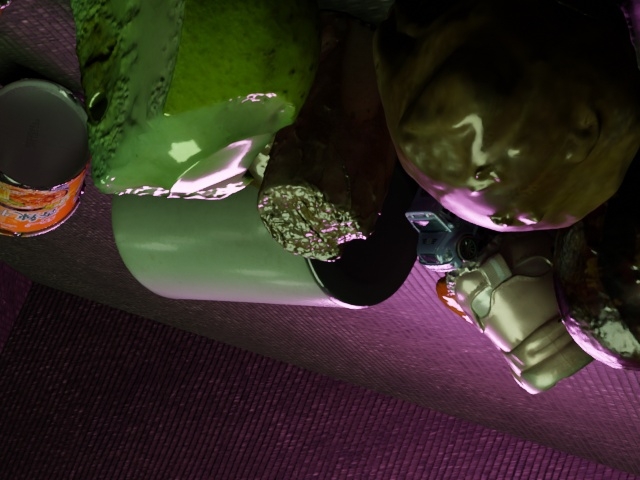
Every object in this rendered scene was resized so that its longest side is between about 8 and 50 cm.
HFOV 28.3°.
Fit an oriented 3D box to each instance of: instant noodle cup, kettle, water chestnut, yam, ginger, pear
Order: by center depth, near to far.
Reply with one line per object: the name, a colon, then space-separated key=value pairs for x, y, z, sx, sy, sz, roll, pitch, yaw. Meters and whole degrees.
ginger: x=0.152 y=-0.115 z=1.093 sx=0.200 sy=0.223 sz=0.269 roll=25 pitch=164 yaw=-25
pear: x=-0.104 y=-0.196 z=1.204 sx=0.176 sy=0.286 sz=0.282 roll=3 pitch=153 yaw=-32
yam: x=0.017 y=-0.108 z=1.298 sx=0.129 sy=0.238 sz=0.128 roll=9 pitch=156 yaw=21
water chestnut: x=0.341 y=0.026 z=1.342 sx=0.224 sy=0.223 sz=0.238 roll=28 pitch=159 yaw=-24
kettle: x=-0.029 y=-0.029 z=1.721 sx=0.361 sy=0.250 sz=0.377 roll=7 pitch=178 yaw=-44
instant noodle cup: x=-0.451 y=-0.138 z=1.950 sx=0.230 sy=0.230 sz=0.182 roll=26 pitch=156 yaw=-16

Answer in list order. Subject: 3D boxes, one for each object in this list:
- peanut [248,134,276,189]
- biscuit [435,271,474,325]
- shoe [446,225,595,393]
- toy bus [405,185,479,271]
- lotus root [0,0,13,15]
peanut: x=-0.066 y=-0.141 z=1.478 sx=0.109 sy=0.159 sz=0.140 roll=-19 pitch=-147 yaw=-30
biscuit: x=0.288 y=0.095 z=1.987 sx=0.220 sy=0.066 sz=0.220 roll=21 pitch=163 yaw=7
shoe: x=0.242 y=0.030 z=1.566 sx=0.198 sy=0.172 sz=0.351 roll=51 pitch=-174 yaw=-15
toy bus: x=0.150 y=-0.050 z=1.434 sx=0.076 sy=0.167 sz=0.073 roll=33 pitch=162 yaw=-28
lotus root: x=-0.448 y=-0.305 z=1.464 sx=0.260 sy=0.128 sz=0.145 roll=12 pitch=153 yaw=30
